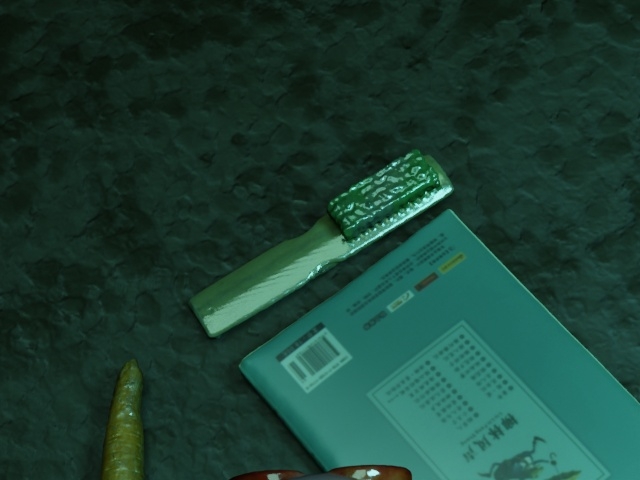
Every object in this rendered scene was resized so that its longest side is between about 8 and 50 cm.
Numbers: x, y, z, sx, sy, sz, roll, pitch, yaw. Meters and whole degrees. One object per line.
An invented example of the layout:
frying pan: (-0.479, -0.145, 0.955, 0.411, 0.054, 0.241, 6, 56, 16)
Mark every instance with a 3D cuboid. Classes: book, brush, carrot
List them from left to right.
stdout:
carrot: (-0.178, 0.199, 1.526, 0.047, 0.047, 0.191, -3, 58, 6)
brush: (0.000, 0.000, 1.608, 0.282, 0.048, 0.054, -32, 60, -8)
book: (0.137, 0.170, 1.503, 0.264, 0.031, 0.379, -36, 63, -11)

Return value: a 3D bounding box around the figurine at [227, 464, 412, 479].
figurine: (0.003, 0.276, 1.389, 0.173, 0.173, 0.173, -3, 61, 6)
